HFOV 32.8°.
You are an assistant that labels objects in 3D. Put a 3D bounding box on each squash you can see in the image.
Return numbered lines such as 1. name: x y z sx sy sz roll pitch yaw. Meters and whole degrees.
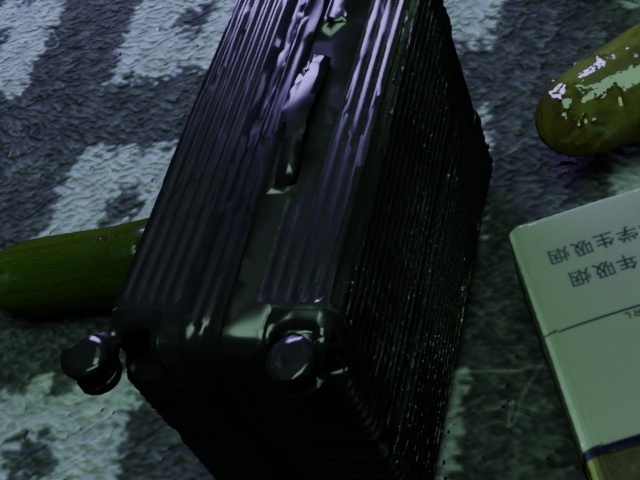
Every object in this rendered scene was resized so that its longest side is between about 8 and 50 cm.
1. squash: -0.176 0.021 0.878 0.258 0.069 0.069 -10 49 15

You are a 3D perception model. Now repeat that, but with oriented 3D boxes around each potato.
1. potato: 0.244 -0.119 0.808 0.188 0.085 0.105 -28 8 -3

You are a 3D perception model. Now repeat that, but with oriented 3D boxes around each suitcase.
1. suitcase: 0.000 0.000 0.709 0.152 0.229 0.335 0 53 22

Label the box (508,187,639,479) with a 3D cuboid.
1. box: 0.226 0.079 0.657 0.168 0.071 0.259 -17 48 9
